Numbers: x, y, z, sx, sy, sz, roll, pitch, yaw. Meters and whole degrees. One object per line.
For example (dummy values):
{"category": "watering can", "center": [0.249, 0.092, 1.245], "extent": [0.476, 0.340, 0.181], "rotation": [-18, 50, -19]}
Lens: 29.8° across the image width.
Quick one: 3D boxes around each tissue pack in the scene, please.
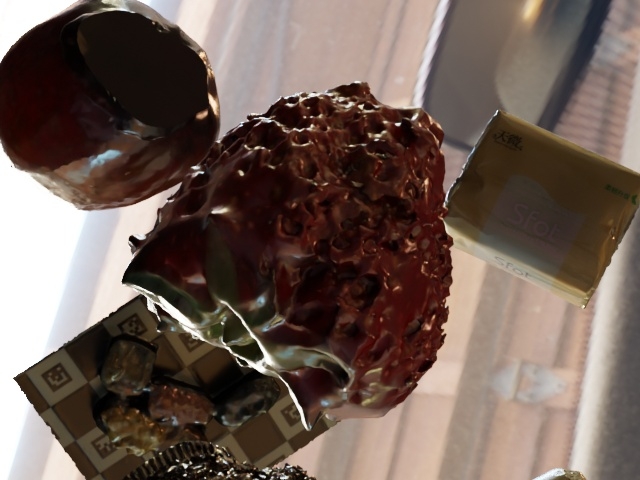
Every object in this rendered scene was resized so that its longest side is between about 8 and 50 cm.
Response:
{"category": "tissue pack", "center": [0.281, -0.041, 1.536], "extent": [0.186, 0.222, 0.090], "rotation": [-59, 168, -12]}

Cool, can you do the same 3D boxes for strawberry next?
{"category": "strawberry", "center": [0.000, 0.000, 0.716], "extent": [0.186, 0.184, 0.201], "rotation": [12, -117, 50]}

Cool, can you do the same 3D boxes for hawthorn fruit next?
{"category": "hawthorn fruit", "center": [-0.222, -0.124, 1.196], "extent": [0.249, 0.215, 0.215], "rotation": [-33, -140, 24]}

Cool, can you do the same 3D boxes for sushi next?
{"category": "sushi", "center": [-0.186, 0.234, 1.690], "extent": [0.359, 0.343, 0.064], "rotation": [-33, -160, -7]}

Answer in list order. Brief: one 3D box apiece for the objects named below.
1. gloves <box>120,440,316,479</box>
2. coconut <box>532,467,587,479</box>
{"category": "gloves", "center": [-0.110, 0.303, 1.294], "extent": [0.312, 0.210, 0.135], "rotation": [-179, -99, -67]}
{"category": "coconut", "center": [0.288, 0.348, 1.478], "extent": [0.122, 0.116, 0.116], "rotation": [-31, -145, 5]}
